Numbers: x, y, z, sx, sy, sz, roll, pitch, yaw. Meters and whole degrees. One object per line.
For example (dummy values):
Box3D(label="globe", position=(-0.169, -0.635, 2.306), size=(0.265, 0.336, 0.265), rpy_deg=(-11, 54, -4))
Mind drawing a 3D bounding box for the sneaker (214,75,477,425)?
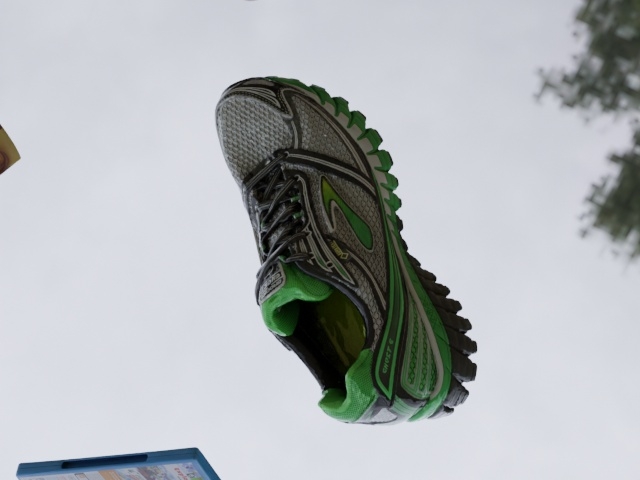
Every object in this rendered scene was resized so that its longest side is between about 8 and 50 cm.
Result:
Box3D(label="sneaker", position=(0.000, 0.000, 1.381), size=(0.146, 0.134, 0.343), rpy_deg=(-5, -123, -47))

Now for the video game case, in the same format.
Box3D(label="video game case", position=(-0.159, 0.218, 1.390), size=(0.166, 0.119, 0.015), rpy_deg=(-7, -131, 19))

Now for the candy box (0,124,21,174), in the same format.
Box3D(label="candy box", position=(-0.367, -0.043, 1.444), size=(0.053, 0.187, 0.109), rpy_deg=(59, -143, -15))
